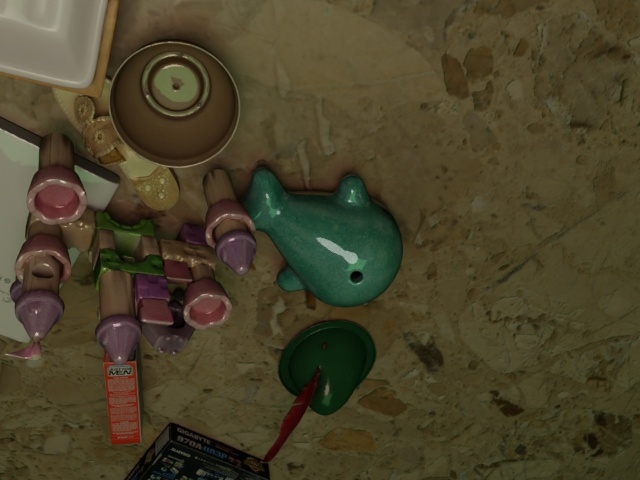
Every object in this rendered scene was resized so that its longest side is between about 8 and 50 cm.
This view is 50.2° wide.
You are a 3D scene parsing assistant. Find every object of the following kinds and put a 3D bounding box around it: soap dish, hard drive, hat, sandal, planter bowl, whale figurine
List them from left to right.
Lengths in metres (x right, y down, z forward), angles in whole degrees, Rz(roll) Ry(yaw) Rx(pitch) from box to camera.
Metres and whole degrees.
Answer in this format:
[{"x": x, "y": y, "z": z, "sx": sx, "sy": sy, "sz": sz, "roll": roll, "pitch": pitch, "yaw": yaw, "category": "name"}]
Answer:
[{"x": -0.378, "y": -0.314, "z": 0.784, "sx": 0.290, "sy": 0.118, "sz": 0.229, "roll": 11, "pitch": 115, "yaw": -17, "category": "soap dish"}, {"x": -0.452, "y": -0.008, "z": 0.980, "sx": 0.203, "sy": 0.040, "sz": 0.308, "roll": 27, "pitch": 110, "yaw": -23, "category": "hard drive"}, {"x": -0.272, "y": -0.129, "z": 0.928, "sx": 0.088, "sy": 0.079, "sz": 0.240, "roll": -31, "pitch": 119, "yaw": 6, "category": "sandal"}, {"x": -0.189, "y": -0.190, "z": 0.895, "sx": 0.161, "sy": 0.109, "sz": 0.162, "roll": -5, "pitch": 119, "yaw": -8, "category": "planter bowl"}, {"x": 0.000, "y": 0.000, "z": 1.018, "sx": 0.272, "sy": 0.141, "sz": 0.216, "roll": 29, "pitch": 110, "yaw": -23, "category": "whale figurine"}, {"x": 0.020, "y": 0.266, "z": 1.141, "sx": 0.173, "sy": 0.184, "sz": 0.208, "roll": 33, "pitch": 108, "yaw": -25, "category": "hat"}]

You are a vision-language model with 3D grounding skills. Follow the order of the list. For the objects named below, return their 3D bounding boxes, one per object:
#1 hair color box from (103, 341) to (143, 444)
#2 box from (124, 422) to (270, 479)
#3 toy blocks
[{"x": -0.318, "y": 0.236, "z": 1.110, "sx": 0.053, "sy": 0.093, "sz": 0.167, "roll": 0, "pitch": 118, "yaw": -12, "category": "hair color box"}, {"x": -0.230, "y": 0.450, "z": 1.267, "sx": 0.220, "sy": 0.051, "sz": 0.175, "roll": 30, "pitch": 109, "yaw": -24, "category": "box"}, {"x": -0.252, "y": 0.073, "z": 0.887, "sx": 0.288, "sy": 0.260, "sz": 0.309, "roll": 10, "pitch": 127, "yaw": -29, "category": "toy blocks"}]
